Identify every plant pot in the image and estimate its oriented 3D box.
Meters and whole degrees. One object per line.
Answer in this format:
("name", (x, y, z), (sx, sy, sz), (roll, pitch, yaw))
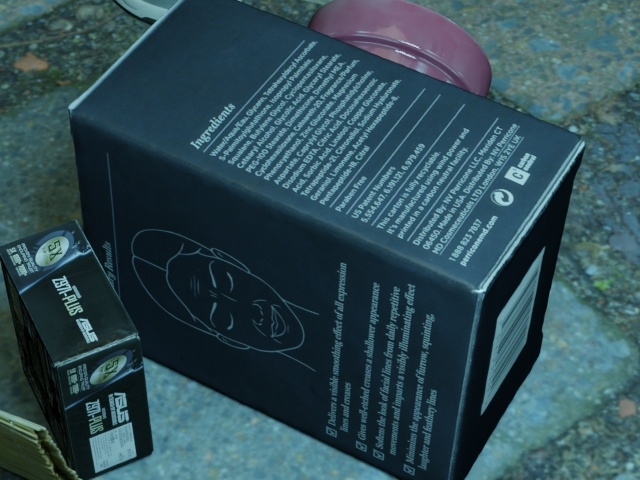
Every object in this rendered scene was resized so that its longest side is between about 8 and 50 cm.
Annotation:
("plant pot", (0.057, -0.119, 1.643), (0.201, 0.201, 0.180), (14, 65, 10))

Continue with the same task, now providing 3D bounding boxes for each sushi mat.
("sushi mat", (-0.361, 0.138, 1.405), (0.317, 0.151, 0.019), (20, 66, 15))

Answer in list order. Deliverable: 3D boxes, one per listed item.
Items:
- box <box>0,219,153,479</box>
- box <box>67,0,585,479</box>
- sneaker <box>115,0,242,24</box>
("box", (-0.215, 0.100, 1.424), (0.078, 0.180, 0.147), (-21, 51, -18))
("box", (0.000, 0.000, 1.449), (0.396, 0.293, 0.212), (24, 51, 17))
("sneaker", (-0.207, -0.373, 1.855), (0.296, 0.178, 0.124), (33, 54, 24))
